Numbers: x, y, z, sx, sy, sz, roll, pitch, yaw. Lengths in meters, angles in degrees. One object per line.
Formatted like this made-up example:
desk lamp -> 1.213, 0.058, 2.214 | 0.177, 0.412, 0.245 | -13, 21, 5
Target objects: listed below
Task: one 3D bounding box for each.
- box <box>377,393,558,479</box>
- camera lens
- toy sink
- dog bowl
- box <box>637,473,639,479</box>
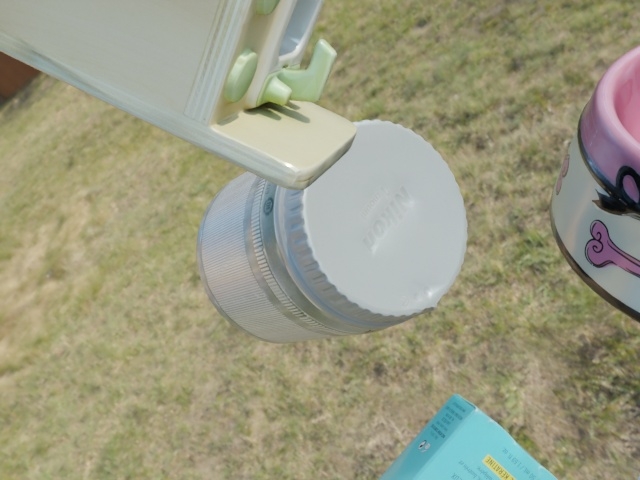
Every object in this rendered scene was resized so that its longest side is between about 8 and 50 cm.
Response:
box -> 0.059, 0.236, 0.523 | 0.244, 0.100, 0.060 | -48, 2, -5
camera lens -> 0.000, 0.000, 0.826 | 0.274, 0.219, 0.219 | -20, 37, 59
toy sink -> -0.073, -0.154, 0.479 | 0.131, 0.234, 0.153 | -66, -7, 25
dog bowl -> 0.441, -0.076, 0.724 | 0.408, 0.150, 0.408 | -6, 39, 5
box -> 0.336, 0.248, 0.484 | 0.324, 0.067, 0.063 | -160, 89, -74
